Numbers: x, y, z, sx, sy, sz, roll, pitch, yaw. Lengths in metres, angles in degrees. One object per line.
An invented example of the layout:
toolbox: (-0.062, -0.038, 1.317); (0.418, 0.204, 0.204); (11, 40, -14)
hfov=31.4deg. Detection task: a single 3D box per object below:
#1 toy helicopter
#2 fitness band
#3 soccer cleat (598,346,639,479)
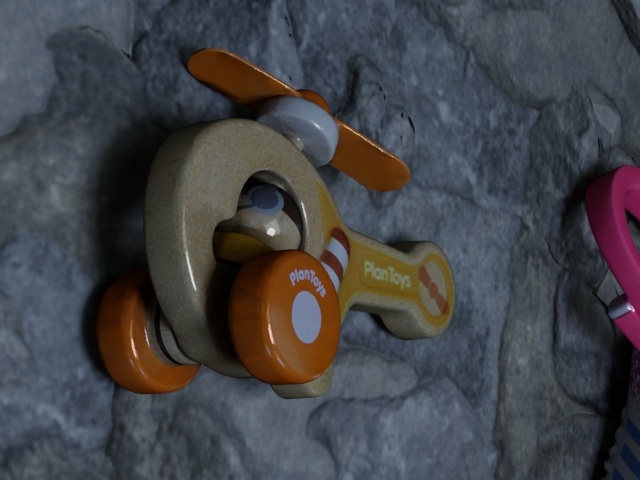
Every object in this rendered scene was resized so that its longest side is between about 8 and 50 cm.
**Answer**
toy helicopter: (0.000, 0.000, 0.835); (0.355, 0.140, 0.235); (17, 68, -54)
fitness band: (0.364, 0.053, 1.149); (0.291, 0.054, 0.209); (45, 37, -17)
soccer cleat: (0.333, 0.217, 1.156); (0.116, 0.143, 0.331); (35, 42, -25)
